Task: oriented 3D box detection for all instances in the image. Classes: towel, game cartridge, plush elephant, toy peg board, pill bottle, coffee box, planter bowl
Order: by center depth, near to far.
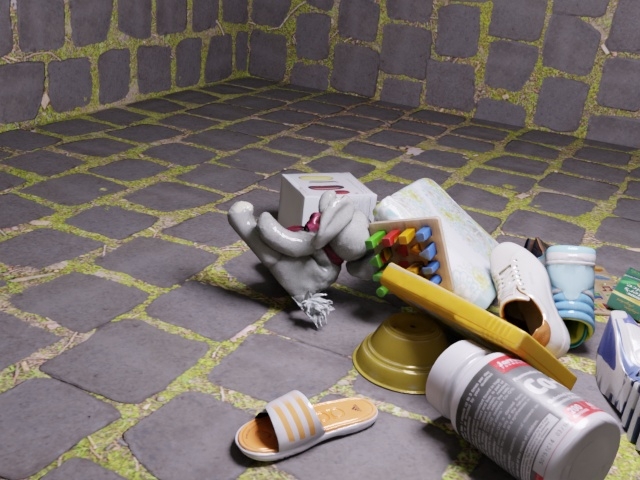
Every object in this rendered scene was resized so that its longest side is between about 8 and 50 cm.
[{"bbox_3d":[0.312,0.279,1.235,0.161,0.161,0.283,-11,28,-34],"label":"pill bottle"},{"bbox_3d":[0.298,0.170,1.449,0.323,0.053,0.285,30,-5,45],"label":"game cartridge"},{"bbox_3d":[0.174,0.200,1.497,0.217,0.091,0.217,4,23,-2],"label":"planter bowl"},{"bbox_3d":[0.174,0.044,1.590,0.160,0.161,0.079,-4,18,33],"label":"toy peg board"},{"bbox_3d":[0.000,0.000,1.694,0.255,0.272,0.330,-41,50,-2],"label":"plush elephant"},{"bbox_3d":[0.291,0.006,1.782,0.320,0.090,0.374,44,24,8],"label":"towel"},{"bbox_3d":[0.751,0.131,1.820,0.113,0.041,0.184,30,32,24],"label":"coffee box"}]

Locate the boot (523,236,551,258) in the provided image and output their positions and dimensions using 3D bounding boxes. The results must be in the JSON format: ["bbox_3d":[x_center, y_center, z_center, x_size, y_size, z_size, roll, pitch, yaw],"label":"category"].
[{"bbox_3d":[0.573,0.039,1.923,0.106,0.082,0.219,12,10,4],"label":"boot"}]

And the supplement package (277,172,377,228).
[{"bbox_3d":[0.014,-0.084,2.072,0.203,0.149,0.194,-4,24,-22],"label":"supplement package"}]

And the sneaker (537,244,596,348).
[{"bbox_3d":[0.528,0.136,1.690,0.127,0.208,0.319,2,-11,16],"label":"sneaker"}]

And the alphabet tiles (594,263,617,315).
[{"bbox_3d":[0.596,0.099,1.929,0.284,0.011,0.342,4,23,-1],"label":"alphabet tiles"}]

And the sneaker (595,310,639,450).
[{"bbox_3d":[0.626,0.268,1.403,0.182,0.128,0.316,8,29,-2],"label":"sneaker"}]

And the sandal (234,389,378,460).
[{"bbox_3d":[-0.021,0.281,1.275,0.265,0.076,0.102,-10,26,-32],"label":"sandal"}]

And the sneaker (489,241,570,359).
[{"bbox_3d":[0.399,0.098,1.554,0.123,0.106,0.290,26,31,-36],"label":"sneaker"}]
